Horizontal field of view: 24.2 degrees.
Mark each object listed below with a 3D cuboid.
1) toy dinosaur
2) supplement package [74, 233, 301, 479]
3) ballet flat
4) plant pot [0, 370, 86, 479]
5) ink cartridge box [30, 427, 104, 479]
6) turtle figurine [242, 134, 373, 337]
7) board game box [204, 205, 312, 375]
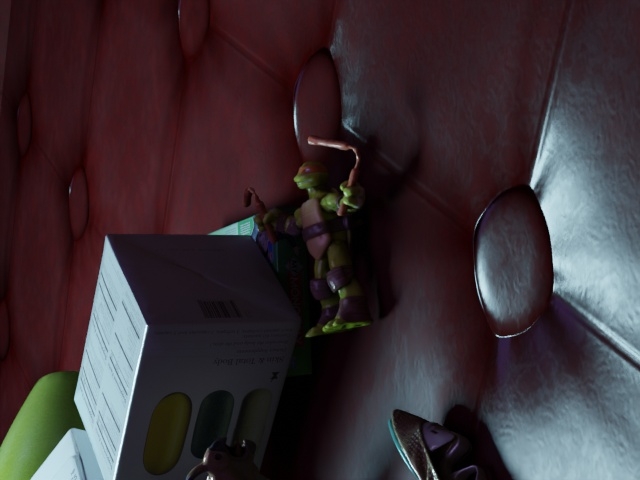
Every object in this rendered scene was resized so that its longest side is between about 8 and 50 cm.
[{"bbox_3d":[-0.062,0.381,1.722,0.127,0.200,0.296,143,123,-60],"label":"toy dinosaur"},{"bbox_3d":[-0.172,0.153,1.865,0.198,0.199,0.263,-123,41,-50],"label":"supplement package"},{"bbox_3d":[0.131,0.234,1.485,0.067,0.073,0.206,-45,46,20],"label":"ballet flat"},{"bbox_3d":[-0.392,0.361,2.295,0.275,0.274,0.293,125,152,-51],"label":"plant pot"},{"bbox_3d":[-0.252,0.407,2.000,0.198,0.270,0.197,-50,41,26],"label":"ink cartridge box"},{"bbox_3d":[0.000,0.000,1.738,0.269,0.087,0.217,-19,79,55],"label":"turtle figurine"},{"bbox_3d":[-0.098,0.083,2.001,0.317,0.046,0.213,163,105,-64],"label":"board game box"}]
